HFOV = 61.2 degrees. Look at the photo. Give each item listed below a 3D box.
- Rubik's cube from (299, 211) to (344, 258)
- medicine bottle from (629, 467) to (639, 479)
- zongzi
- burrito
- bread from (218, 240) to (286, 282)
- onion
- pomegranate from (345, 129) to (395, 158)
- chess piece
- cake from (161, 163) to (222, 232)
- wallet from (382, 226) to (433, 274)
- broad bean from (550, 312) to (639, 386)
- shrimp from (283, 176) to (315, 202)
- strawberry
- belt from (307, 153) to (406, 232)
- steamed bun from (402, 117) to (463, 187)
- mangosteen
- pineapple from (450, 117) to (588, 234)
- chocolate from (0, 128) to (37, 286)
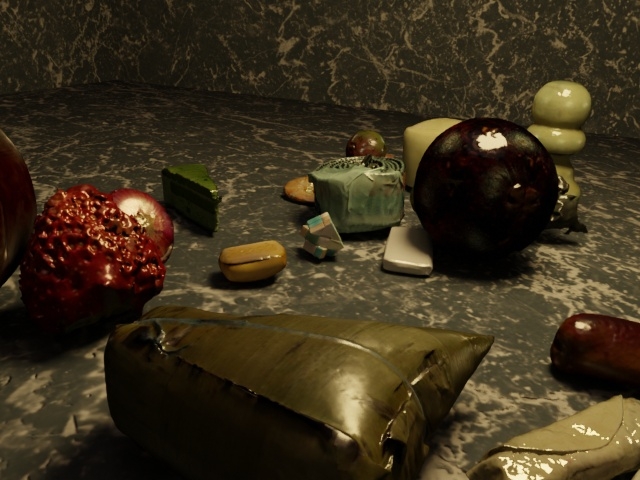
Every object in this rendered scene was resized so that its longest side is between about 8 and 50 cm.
[{"bbox_3d":[-0.001,-0.001,1.025,0.073,0.084,0.075,-24,6,1],"label":"Rubik's cube"},{"bbox_3d":[0.299,0.280,0.414,0.171,0.052,0.201,22,29,37],"label":"medicine bottle"},{"bbox_3d":[-0.007,0.128,0.582,0.323,0.160,0.360,19,27,30],"label":"zongzi"},{"bbox_3d":[0.264,0.216,0.552,0.275,0.059,0.082,-7,17,-24],"label":"burrito"},{"bbox_3d":[-0.113,0.041,0.917,0.115,0.056,0.082,-11,25,-18],"label":"bread"},{"bbox_3d":[-0.337,-0.004,0.928,0.140,0.150,0.150,-25,4,34],"label":"onion"},{"bbox_3d":[0.147,-0.255,1.631,0.129,0.159,0.129,-23,43,24],"label":"pomegranate"},{"bbox_3d":[0.565,-0.218,1.317,0.182,0.330,0.182,2,22,-1],"label":"chess piece"},{"bbox_3d":[-0.275,-0.090,1.146,0.099,0.100,0.235,-6,24,-20],"label":"cake"},{"bbox_3d":[0.173,0.017,1.060,0.095,0.033,0.190,9,23,7],"label":"wallet"},{"bbox_3d":[0.396,0.146,0.726,0.165,0.084,0.114,13,39,3],"label":"broad bean"},{"bbox_3d":[0.025,-0.129,1.362,0.236,0.053,0.133,-3,21,-10],"label":"shrimp"},{"bbox_3d":[-0.319,0.023,0.744,0.187,0.201,0.184,-16,1,-10],"label":"strawberry"},{"bbox_3d":[0.086,-0.108,1.198,0.207,0.150,0.257,1,20,15],"label":"belt"},{"bbox_3d":[0.343,-0.221,1.451,0.250,0.200,0.155,6,23,10],"label":"steamed bun"},{"bbox_3d":[0.306,-0.100,1.050,0.288,0.288,0.288,4,22,-2],"label":"mangosteen"},{"bbox_3d":[0.431,-0.117,1.223,0.223,0.223,0.357,-18,48,-43],"label":"pineapple"},{"bbox_3d":[-0.553,-0.026,0.678,0.383,0.384,0.331,1,7,-9],"label":"chocolate"}]
